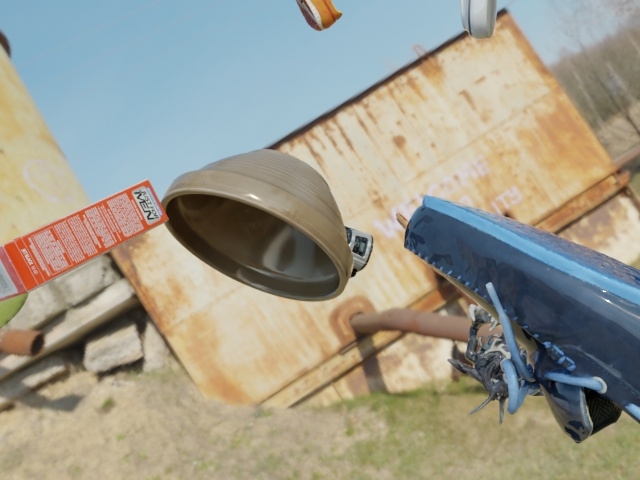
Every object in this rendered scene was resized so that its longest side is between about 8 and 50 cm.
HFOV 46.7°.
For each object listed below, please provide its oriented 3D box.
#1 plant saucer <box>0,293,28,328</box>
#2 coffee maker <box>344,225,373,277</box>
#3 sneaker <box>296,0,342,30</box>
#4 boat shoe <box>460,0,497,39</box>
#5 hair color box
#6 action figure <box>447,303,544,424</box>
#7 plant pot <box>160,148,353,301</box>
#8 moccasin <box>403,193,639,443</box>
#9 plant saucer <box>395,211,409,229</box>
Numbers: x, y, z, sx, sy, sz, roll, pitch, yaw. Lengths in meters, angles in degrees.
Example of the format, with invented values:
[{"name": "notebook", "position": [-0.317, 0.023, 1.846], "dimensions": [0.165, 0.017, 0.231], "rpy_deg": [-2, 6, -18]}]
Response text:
[{"name": "plant saucer", "position": [-0.599, 0.090, 1.199], "dimensions": [0.241, 0.241, 0.037], "rpy_deg": [-31, -46, -32]}, {"name": "coffee maker", "position": [0.000, 0.000, 1.566], "dimensions": [0.120, 0.178, 0.171], "rpy_deg": [-65, 23, 1]}, {"name": "sneaker", "position": [-0.022, -0.445, 1.262], "dimensions": [0.067, 0.175, 0.064], "rpy_deg": [-37, 29, -13]}, {"name": "boat shoe", "position": [0.195, -0.403, 1.034], "dimensions": [0.088, 0.267, 0.096], "rpy_deg": [-5, -9, 20]}, {"name": "hair color box", "position": [-0.249, -0.001, 0.748], "dimensions": [0.093, 0.053, 0.167], "rpy_deg": [-15, 12, 47]}, {"name": "action figure", "position": [0.286, 0.127, 1.076], "dimensions": [0.141, 0.164, 0.275], "rpy_deg": [84, -156, -77]}, {"name": "plant pot", "position": [-0.062, -0.031, 0.884], "dimensions": [0.237, 0.237, 0.109], "rpy_deg": [-40, 24, 62]}, {"name": "moccasin", "position": [0.179, 0.080, 0.455], "dimensions": [0.138, 0.342, 0.116], "rpy_deg": [5, -67, -50]}, {"name": "plant saucer", "position": [0.173, -0.021, 1.416], "dimensions": [0.013, 0.083, 0.083], "rpy_deg": [-47, -6, 8]}]
